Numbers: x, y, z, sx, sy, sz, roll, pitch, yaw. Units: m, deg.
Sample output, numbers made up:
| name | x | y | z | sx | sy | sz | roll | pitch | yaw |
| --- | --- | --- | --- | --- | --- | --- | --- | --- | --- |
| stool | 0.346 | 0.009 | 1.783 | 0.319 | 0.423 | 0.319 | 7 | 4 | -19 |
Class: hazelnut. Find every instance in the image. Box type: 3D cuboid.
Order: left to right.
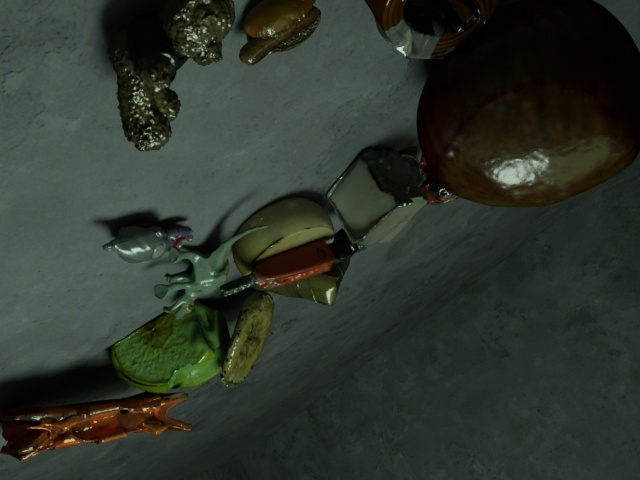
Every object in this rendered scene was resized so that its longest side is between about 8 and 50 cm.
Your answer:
| name | x | y | z | sx | sy | sz | roll | pitch | yaw |
| --- | --- | --- | --- | --- | --- | --- | --- | --- | --- |
| hazelnut | 0.380 | -0.255 | 1.174 | 0.352 | 0.421 | 0.421 | 28 | 120 | -38 |

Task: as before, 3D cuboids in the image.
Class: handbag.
| name | x | y | z | sx | sy | sz | roll | pitch | yaw |
| --- | --- | --- | --- | --- | --- | --- | --- | --- | --- |
| handbag | -0.565 | 0.449 | 1.567 | 0.410 | 0.116 | 0.303 | 1 | 166 | -37 |

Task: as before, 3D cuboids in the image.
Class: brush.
| name | x | y | z | sx | sy | sz | roll | pitch | yaw |
| --- | --- | --- | --- | --- | --- | --- | --- | --- | --- |
| brush | -0.073 | 0.061 | 1.416 | 0.323 | 0.070 | 0.051 | -20 | 151 | -21 |

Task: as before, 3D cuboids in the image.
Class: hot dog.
| name | x | y | z | sx | sy | sz | roll | pitch | yaw |
| --- | --- | --- | --- | --- | --- | --- | --- | --- | --- |
| hot dog | -0.062 | -0.313 | 0.921 | 0.140 | 0.060 | 0.090 | -25 | 152 | -9 |

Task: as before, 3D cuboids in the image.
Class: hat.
| name | x | y | z | sx | sy | sz | roll | pitch | yaw |
| --- | --- | --- | --- | --- | --- | --- | --- | --- | --- |
| hat | 0.198 | -0.165 | 1.567 | 0.121 | 0.121 | 0.050 | -42 | -166 | 23 |

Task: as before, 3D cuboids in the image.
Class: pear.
| name | x | y | z | sx | sy | sz | roll | pitch | yaw |
| --- | --- | --- | --- | --- | --- | --- | --- | --- | --- |
| pear | -0.358 | 0.303 | 1.664 | 0.286 | 0.176 | 0.282 | -32 | 160 | 1 |

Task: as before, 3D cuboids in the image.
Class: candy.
| name | x | y | z | sx | sy | sz | roll | pitch | yaw |
| --- | --- | --- | --- | --- | --- | --- | --- | --- | --- |
| candy | 0.133 | -0.094 | 1.471 | 0.137 | 0.185 | 0.195 | -2 | 143 | -44 |

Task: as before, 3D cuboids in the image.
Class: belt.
| name | x | y | z | sx | sy | sz | roll | pitch | yaw |
| --- | --- | --- | --- | --- | --- | --- | --- | --- | --- |
| belt | 0.175 | -0.392 | 1.011 | 0.184 | 0.105 | 0.261 | -42 | 157 | 27 |

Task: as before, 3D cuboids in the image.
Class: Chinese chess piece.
| name | x | y | z | sx | sy | sz | roll | pitch | yaw |
| --- | --- | --- | --- | --- | --- | --- | --- | --- | --- |
| Chinese chess piece | -0.088 | 0.003 | 1.492 | 0.250 | 0.097 | 0.251 | -26 | 157 | -12 |

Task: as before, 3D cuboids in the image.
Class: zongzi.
| name | x | y | z | sx | sy | sz | roll | pitch | yaw |
| --- | --- | --- | --- | --- | --- | --- | --- | --- | --- |
| zongzi | -0.055 | 0.082 | 1.727 | 0.256 | 0.115 | 0.228 | 1 | -154 | 15 |

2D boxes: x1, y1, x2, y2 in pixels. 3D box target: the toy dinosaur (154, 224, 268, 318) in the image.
| name | x | y | z | sx | sy | sz | roll | pitch | yaw |
| --- | --- | --- | --- | --- | --- | --- | --- | --- | --- |
| toy dinosaur | -0.259 | 0.060 | 1.393 | 0.393 | 0.092 | 0.205 | -44 | 154 | 23 |

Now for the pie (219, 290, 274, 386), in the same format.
| name | x | y | z | sx | sy | sz | roll | pitch | yaw |
| --- | --- | --- | --- | --- | --- | --- | --- | --- | --- |
| pie | -0.192 | 0.259 | 1.663 | 0.274 | 0.055 | 0.274 | 19 | 90 | -79 |

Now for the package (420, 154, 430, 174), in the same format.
| name | x | y | z | sx | sy | sz | roll | pitch | yaw |
| --- | --- | --- | --- | --- | --- | --- | --- | --- | --- |
| package | 0.375 | -0.276 | 1.517 | 0.223 | 0.108 | 0.288 | -15 | 162 | -48 |

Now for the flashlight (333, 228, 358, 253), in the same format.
| name | x | y | z | sx | sy | sz | roll | pitch | yaw |
| --- | --- | --- | --- | --- | --- | --- | --- | --- | --- |
| flashlight | 0.114 | -0.038 | 1.607 | 0.232 | 0.093 | 0.093 | -40 | 166 | -37 |

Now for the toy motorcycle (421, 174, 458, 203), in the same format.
| name | x | y | z | sx | sy | sz | roll | pitch | yaw |
| --- | --- | --- | --- | --- | --- | --- | --- | --- | --- |
| toy motorcycle | 0.336 | -0.147 | 1.686 | 0.171 | 0.089 | 0.298 | -17 | 179 | -5 |

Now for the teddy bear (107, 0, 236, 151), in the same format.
| name | x | y | z | sx | sy | sz | roll | pitch | yaw |
| --- | --- | --- | --- | --- | --- | --- | --- | --- | --- |
| teddy bear | -0.207 | -0.235 | 0.819 | 0.129 | 0.182 | 0.251 | 28 | 125 | -23 |

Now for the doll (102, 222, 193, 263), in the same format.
| name | x | y | z | sx | sy | sz | roll | pitch | yaw |
| --- | --- | --- | --- | --- | --- | --- | --- | --- | --- |
| doll | -0.331 | 0.003 | 1.209 | 0.102 | 0.075 | 0.227 | -31 | 172 | 22 |
